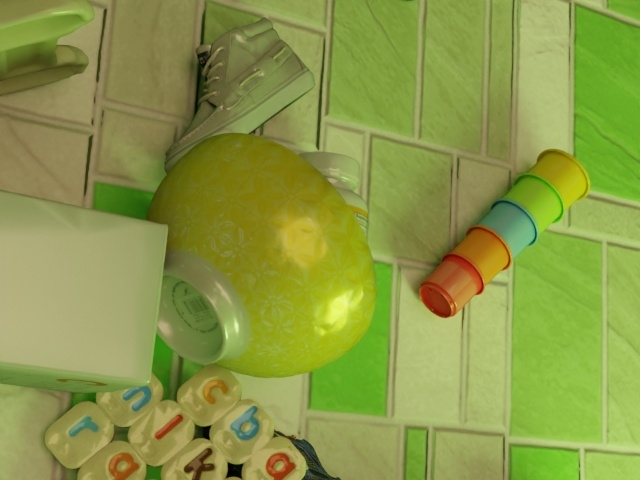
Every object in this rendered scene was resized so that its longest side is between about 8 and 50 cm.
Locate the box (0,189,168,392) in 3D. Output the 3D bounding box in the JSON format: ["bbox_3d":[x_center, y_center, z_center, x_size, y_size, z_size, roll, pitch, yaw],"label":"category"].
[{"bbox_3d":[-0.357,0.046,1.019,0.345,0.215,0.168,13,74,-29],"label":"box"}]

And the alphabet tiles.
[{"bbox_3d":[-0.167,0.281,1.145,0.278,0.021,0.284,-40,84,-19],"label":"alphabet tiles"}]

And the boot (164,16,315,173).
[{"bbox_3d":[-0.125,-0.182,1.282,0.123,0.095,0.258,53,52,-5],"label":"boot"}]

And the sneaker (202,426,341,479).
[{"bbox_3d":[-0.057,0.266,1.249,0.221,0.083,0.087,49,37,-10],"label":"sneaker"}]

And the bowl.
[{"bbox_3d":[-0.098,0.046,1.116,0.156,0.289,0.289,-40,102,-43],"label":"bowl"}]

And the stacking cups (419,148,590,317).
[{"bbox_3d":[0.263,-0.003,1.480,0.316,0.096,0.096,-43,104,-25],"label":"stacking cups"}]

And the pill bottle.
[{"bbox_3d":[0.000,0.000,1.299,0.117,0.117,0.208,12,76,-29],"label":"pill bottle"}]

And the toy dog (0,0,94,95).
[{"bbox_3d":[-0.438,-0.350,1.042,0.395,0.284,0.408,-16,89,-6],"label":"toy dog"}]
